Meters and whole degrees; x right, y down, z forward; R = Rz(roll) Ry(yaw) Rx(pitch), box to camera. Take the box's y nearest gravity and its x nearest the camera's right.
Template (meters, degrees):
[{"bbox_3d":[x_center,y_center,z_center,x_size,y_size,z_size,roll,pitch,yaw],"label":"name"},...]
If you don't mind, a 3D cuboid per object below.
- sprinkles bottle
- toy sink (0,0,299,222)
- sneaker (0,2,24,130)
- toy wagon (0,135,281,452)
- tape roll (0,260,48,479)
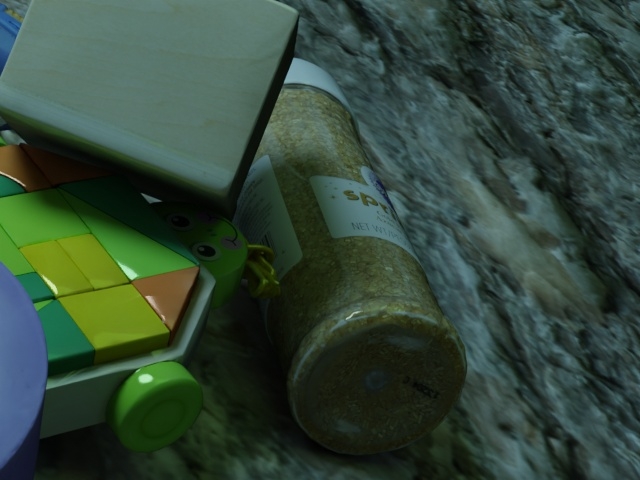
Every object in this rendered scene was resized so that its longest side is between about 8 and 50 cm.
[{"bbox_3d":[0.000,0.000,1.307,0.121,0.121,0.355,15,28,-23],"label":"sprinkles bottle"},{"bbox_3d":[-0.105,-0.104,1.194,0.153,0.131,0.234,21,-5,0],"label":"toy sink"},{"bbox_3d":[-0.331,-0.126,1.276,0.296,0.112,0.131,18,35,0],"label":"sneaker"},{"bbox_3d":[-0.173,0.022,1.102,0.344,0.068,0.267,-13,44,-33],"label":"toy wagon"},{"bbox_3d":[-0.229,0.079,0.896,0.189,0.080,0.189,7,49,-8],"label":"tape roll"}]
